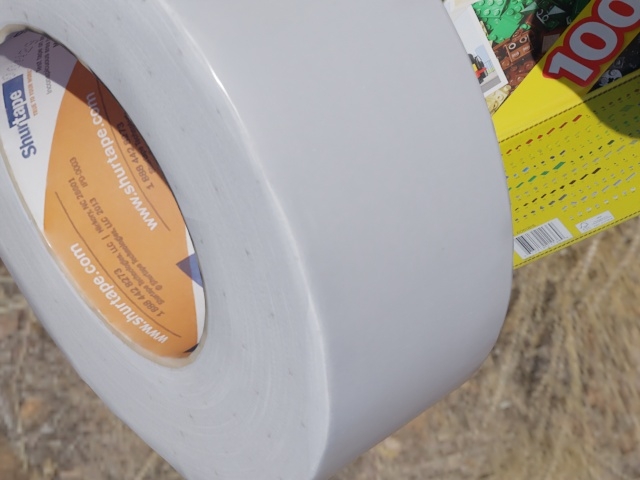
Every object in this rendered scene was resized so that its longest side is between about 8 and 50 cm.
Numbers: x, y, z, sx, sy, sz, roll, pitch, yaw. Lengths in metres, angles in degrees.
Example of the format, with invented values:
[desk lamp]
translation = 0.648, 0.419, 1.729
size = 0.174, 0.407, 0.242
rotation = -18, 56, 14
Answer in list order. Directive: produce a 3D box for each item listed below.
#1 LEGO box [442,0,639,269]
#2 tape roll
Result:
[LEGO box]
translation = 0.174, -0.180, 1.407
size = 0.500, 0.372, 0.193
rotation = -26, 138, 22
[tape roll]
translation = -0.043, -0.027, 0.439
size = 0.072, 0.219, 0.219
rotation = -31, 137, -29
